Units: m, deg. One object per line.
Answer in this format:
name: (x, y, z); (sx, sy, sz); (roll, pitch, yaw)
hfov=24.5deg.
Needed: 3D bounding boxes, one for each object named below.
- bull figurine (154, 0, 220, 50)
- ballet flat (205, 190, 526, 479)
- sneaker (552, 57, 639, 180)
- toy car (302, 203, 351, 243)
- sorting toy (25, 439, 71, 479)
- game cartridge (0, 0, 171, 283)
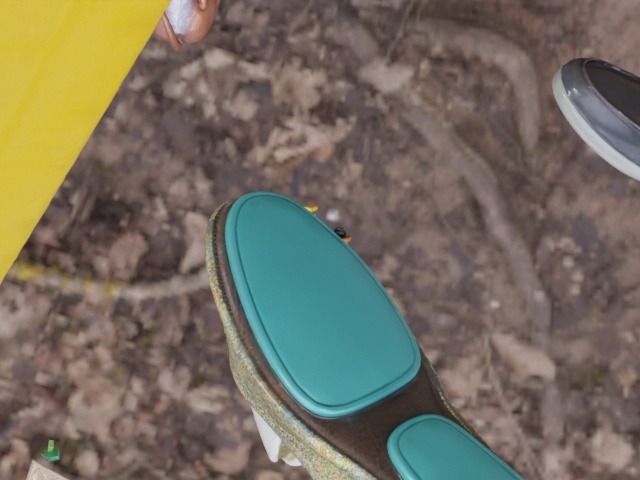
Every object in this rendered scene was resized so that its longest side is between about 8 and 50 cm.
bull figurine: (-0.155, -0.380, 1.711); (0.101, 0.310, 0.188); (-1, 163, -6)
ballet flat: (0.029, 0.122, 0.876); (0.348, 0.123, 0.123); (49, 144, 24)
sneaker: (0.278, -0.088, 1.021); (0.222, 0.083, 0.118); (30, 130, -4)
toy car: (0.000, 0.000, 1.276); (0.060, 0.122, 0.040); (12, 100, 8)
sorting toy: (-0.276, 0.248, 1.504); (0.062, 0.083, 0.012); (22, -175, 34)
game cartridge: (-0.241, -0.044, 0.598); (0.324, 0.052, 0.285); (-7, 149, -40)
